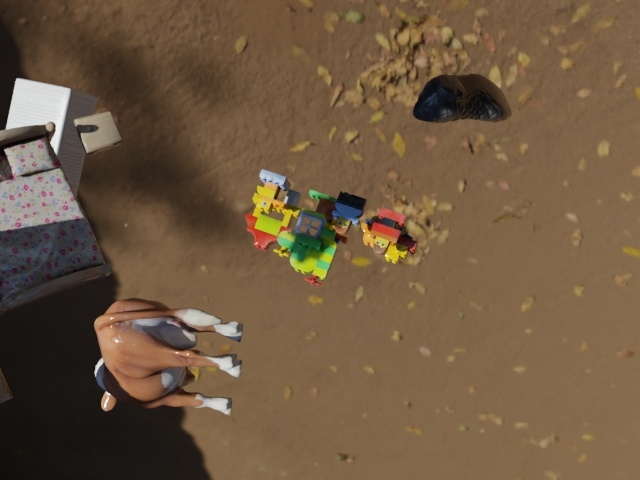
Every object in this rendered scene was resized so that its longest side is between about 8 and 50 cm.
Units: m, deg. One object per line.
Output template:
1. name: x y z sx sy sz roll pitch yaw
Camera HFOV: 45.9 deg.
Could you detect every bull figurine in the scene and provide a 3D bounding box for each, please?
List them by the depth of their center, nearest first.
1. bull figurine: -0.198 0.154 0.945 0.188 0.101 0.310 7 157 -8

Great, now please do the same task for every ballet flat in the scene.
1. ballet flat: 0.165 -0.159 0.864 0.173 0.057 0.049 -4 154 -47

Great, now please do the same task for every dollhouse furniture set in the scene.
1. dollhouse furniture set: -0.324 0.018 0.816 0.174 0.355 0.303 -28 86 60

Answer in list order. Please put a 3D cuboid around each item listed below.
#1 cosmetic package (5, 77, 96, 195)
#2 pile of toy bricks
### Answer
1. cosmetic package: -0.475 -0.151 1.300 0.117 0.085 0.231 14 93 18
2. pile of toy bricks: 0.000 0.000 0.884 0.212 0.105 0.118 19 172 12
